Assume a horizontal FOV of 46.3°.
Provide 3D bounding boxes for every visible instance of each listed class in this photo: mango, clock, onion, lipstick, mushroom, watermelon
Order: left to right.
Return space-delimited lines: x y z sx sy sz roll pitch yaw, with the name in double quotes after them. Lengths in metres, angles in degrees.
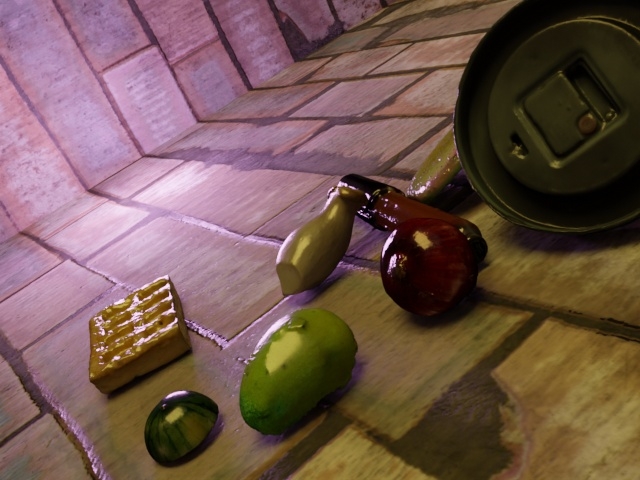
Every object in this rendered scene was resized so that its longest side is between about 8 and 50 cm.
-0.185 0.232 0.966 0.105 0.062 0.105 -28 20 11 "watermelon"
-0.033 0.155 0.919 0.119 0.100 0.178 5 46 48 "mango"
-0.001 -0.001 1.193 0.088 0.097 0.212 31 78 26 "mushroom"
0.130 -0.038 1.187 0.077 0.077 0.418 -32 24 -11 "lipstick"
0.137 0.034 0.960 0.131 0.131 0.131 -23 23 10 "onion"
0.328 -0.166 0.964 0.325 0.325 0.067 -9 -8 38 "clock"

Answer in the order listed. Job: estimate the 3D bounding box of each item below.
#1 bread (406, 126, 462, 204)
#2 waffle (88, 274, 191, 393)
0.214 -0.145 1.245 0.228 0.033 0.228 -51 8 10 "bread"
-0.312 0.156 1.282 0.168 0.057 0.274 -30 22 -6 "waffle"
